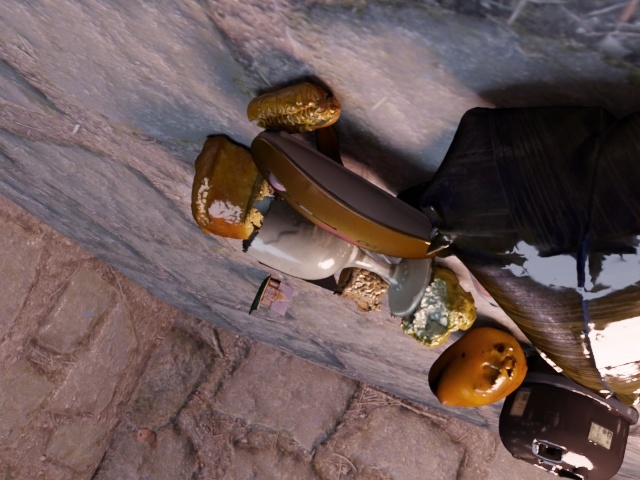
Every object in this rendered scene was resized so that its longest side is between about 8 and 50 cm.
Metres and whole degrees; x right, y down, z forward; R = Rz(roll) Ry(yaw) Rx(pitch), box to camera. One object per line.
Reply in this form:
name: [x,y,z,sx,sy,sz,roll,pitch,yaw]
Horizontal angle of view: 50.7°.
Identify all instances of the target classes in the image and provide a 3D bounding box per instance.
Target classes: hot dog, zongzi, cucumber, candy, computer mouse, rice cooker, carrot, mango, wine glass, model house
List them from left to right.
model house: [-0.139,0.174,1.962,0.088,0.117,0.167,24,161,-9]
hot dog: [-0.036,-0.169,0.885,0.071,0.045,0.165,38,161,-30]
carrot: [0.017,-0.107,1.006,0.043,0.043,0.248,21,161,14]
wine glass: [0.029,0.023,1.146,0.321,0.143,0.143,23,165,-20]
computer mouse: [0.034,-0.048,0.945,0.310,0.072,0.158,30,167,-7]
candy: [0.085,0.094,1.449,0.110,0.085,0.095,25,174,-11]
cucumber: [0.161,-0.062,0.911,0.056,0.056,0.284,29,165,-12]
mango: [0.341,0.282,1.471,0.152,0.201,0.287,43,154,9]
rice cooker: [0.521,0.382,1.437,0.267,0.224,0.267,21,162,7]
zongzi: [0.363,0.032,0.632,0.432,0.208,0.403,-3,139,49]

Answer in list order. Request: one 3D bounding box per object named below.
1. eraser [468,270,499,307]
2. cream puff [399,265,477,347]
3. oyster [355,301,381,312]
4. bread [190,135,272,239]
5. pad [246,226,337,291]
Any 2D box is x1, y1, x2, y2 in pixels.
eraser: [0.291,0.033,0.966,0.174,0.081,0.227,12,158,26]
cream puff: [0.219,0.123,1.249,0.156,0.156,0.121,18,-163,25]
oyster: [0.121,0.144,1.660,0.080,0.038,0.083,4,139,-16]
bread: [-0.167,-0.071,1.218,0.129,0.134,0.260,22,163,8]
pad: [-0.078,0.036,1.639,0.247,0.007,0.367,21,162,15]
